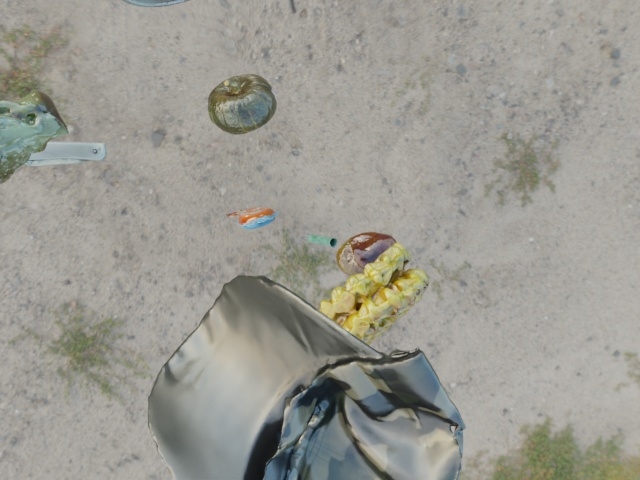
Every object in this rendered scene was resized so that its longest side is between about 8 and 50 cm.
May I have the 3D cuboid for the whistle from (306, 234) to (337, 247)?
[{"bbox_3d":[0.000,0.000,1.888,0.039,0.186,0.039,-4,98,-33],"label":"whistle"}]

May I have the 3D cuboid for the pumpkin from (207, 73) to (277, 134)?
[{"bbox_3d":[-0.295,-0.512,1.730,0.260,0.260,0.189,-27,134,0],"label":"pumpkin"}]

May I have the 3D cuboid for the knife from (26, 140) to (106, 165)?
[{"bbox_3d":[-0.801,-0.269,1.455,0.265,0.040,0.073,-4,91,-11],"label":"knife"}]

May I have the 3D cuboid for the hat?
[{"bbox_3d":[-0.028,0.243,0.621,0.366,0.381,0.257,-50,131,-1],"label":"hat"}]

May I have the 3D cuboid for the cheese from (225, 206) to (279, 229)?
[{"bbox_3d":[-0.179,-0.064,1.214,0.106,0.256,0.037,-19,106,-20],"label":"cheese"}]

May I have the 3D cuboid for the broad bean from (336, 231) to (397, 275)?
[{"bbox_3d":[0.169,0.049,1.715,0.228,0.122,0.156,-13,95,-4],"label":"broad bean"}]

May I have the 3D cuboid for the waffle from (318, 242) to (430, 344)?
[{"bbox_3d":[0.109,0.160,1.126,0.151,0.261,0.324,45,105,12],"label":"waffle"}]

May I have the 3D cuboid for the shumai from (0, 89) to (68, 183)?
[{"bbox_3d":[-0.764,-0.266,1.124,0.203,0.272,0.222,-14,119,25],"label":"shumai"}]

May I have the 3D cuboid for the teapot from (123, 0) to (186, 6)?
[{"bbox_3d":[-0.298,-0.534,0.686,0.314,0.233,0.313,-27,99,-21],"label":"teapot"}]
